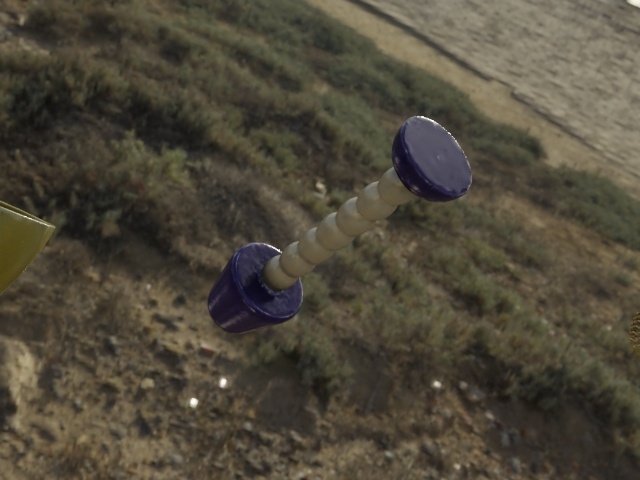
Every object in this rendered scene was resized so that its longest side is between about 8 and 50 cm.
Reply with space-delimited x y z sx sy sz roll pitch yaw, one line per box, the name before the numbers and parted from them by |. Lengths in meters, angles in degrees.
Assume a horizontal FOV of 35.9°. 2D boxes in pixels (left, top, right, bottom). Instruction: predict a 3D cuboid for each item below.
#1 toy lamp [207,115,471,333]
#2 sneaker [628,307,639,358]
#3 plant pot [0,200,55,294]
toy lamp | 0.000 0.000 0.813 0.080 0.274 0.080 26 45 -29
sneaker | 0.374 0.082 0.988 0.069 0.084 0.185 -9 23 49
plant pot | -0.281 0.007 0.744 0.134 0.095 0.134 22 -3 1
